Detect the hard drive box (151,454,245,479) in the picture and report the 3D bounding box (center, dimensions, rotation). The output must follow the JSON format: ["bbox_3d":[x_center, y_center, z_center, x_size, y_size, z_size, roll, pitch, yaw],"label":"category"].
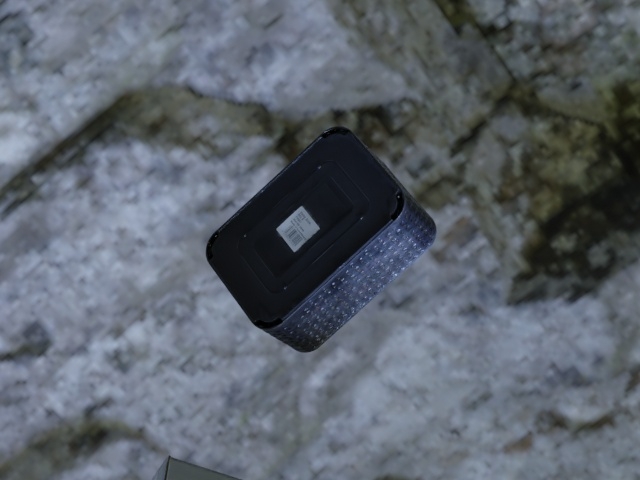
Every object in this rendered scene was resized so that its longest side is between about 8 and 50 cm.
[{"bbox_3d":[-0.060,0.297,1.211,0.089,0.232,0.181,-85,-158,-44],"label":"hard drive box"}]

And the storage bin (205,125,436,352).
[{"bbox_3d":[0.000,0.000,1.303,0.180,0.084,0.122,-42,-121,5],"label":"storage bin"}]
